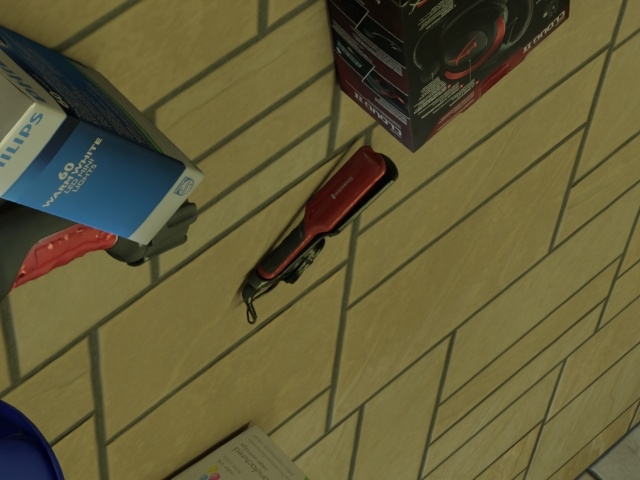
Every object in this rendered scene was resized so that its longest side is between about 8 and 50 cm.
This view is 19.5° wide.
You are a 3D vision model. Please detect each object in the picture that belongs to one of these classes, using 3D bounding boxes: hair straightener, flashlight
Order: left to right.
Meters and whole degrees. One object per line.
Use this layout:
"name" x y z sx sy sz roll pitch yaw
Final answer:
"flashlight" -0.228 0.018 1.490 0.304 0.103 0.103 -24 148 -43
"hair straightener" 0.000 0.000 1.955 0.230 0.047 0.089 -51 158 10

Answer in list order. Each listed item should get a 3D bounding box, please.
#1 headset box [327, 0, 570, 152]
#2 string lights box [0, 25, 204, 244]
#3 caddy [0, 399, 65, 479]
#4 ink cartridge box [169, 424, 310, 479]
"headset box" 0.120 -0.229 1.697 0.218 0.110 0.293 -42 158 -13
"string lights box" -0.200 -0.084 1.323 0.077 0.133 0.260 -50 158 8
"caddy" -0.341 0.284 1.506 0.179 0.241 0.341 25 83 -60
"ink cartridge box" -0.146 0.392 2.142 0.353 0.207 0.119 -32 155 -35
